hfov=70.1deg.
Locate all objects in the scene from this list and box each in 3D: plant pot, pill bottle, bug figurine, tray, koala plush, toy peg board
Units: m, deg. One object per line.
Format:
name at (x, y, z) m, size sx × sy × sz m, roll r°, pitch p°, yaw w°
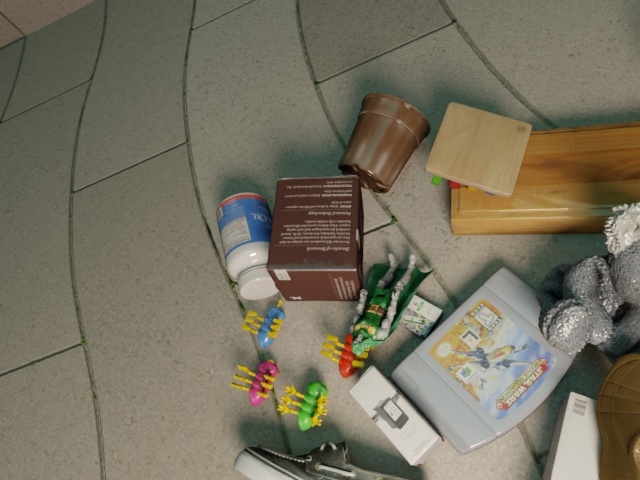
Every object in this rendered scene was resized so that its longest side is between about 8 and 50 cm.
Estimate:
plant pot at (0.130, -0.203, 1.000) m, size 0.167 × 0.167 × 0.165 m, roll 23°, pitch 80°, yaw 28°
pill bottle at (-0.151, 0.013, 1.002) m, size 0.124 × 0.124 × 0.221 m, roll -23°, pitch 59°, yaw 7°
bug figurine at (-0.042, 0.233, 0.876) m, size 0.279 × 0.072 × 0.216 m, roll 12°, pitch 62°, yaw 30°
tray at (0.467, -0.118, 0.877) m, size 0.411 × 0.076 × 0.203 m, roll 0°, pitch 64°, yaw 19°
koala plush at (0.457, 0.057, 0.676) m, size 0.196 × 0.221 × 0.203 m, roll 24°, pitch 34°, yaw 0°
toy peg board at (0.299, -0.163, 0.886) m, size 0.160 × 0.079 × 0.161 m, roll 20°, pitch 72°, yaw 11°

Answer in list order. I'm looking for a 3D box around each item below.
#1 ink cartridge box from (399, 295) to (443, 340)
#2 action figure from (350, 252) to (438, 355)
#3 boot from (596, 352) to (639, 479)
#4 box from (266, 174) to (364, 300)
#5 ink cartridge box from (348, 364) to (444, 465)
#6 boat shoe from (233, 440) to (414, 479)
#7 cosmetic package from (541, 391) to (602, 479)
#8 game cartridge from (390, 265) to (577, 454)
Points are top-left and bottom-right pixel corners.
ink cartridge box at (0.169, 0.135, 0.877) m, size 0.115 × 0.029 × 0.063 m, roll 30°, pitch 76°, yaw 30°
action figure at (0.114, 0.116, 0.838) m, size 0.137 × 0.063 × 0.232 m, roll -3°, pitch 39°, yaw 38°
boot at (0.463, 0.267, 0.619) m, size 0.165 × 0.077 × 0.213 m, roll 12°, pitch 81°, yaw -22°
box at (0.000, 0.000, 0.916) m, size 0.167 × 0.168 × 0.203 m, roll -1°, pitch 63°, yaw 9°
ink cartridge box at (0.127, 0.292, 0.763) m, size 0.063 × 0.109 × 0.150 m, roll -44°, pitch 58°, yaw -4°
boat shoe at (0.023, 0.396, 0.758) m, size 0.335 × 0.121 × 0.119 m, roll 15°, pitch 62°, yaw 14°
cosmetic package at (0.358, 0.351, 0.657) m, size 0.060 × 0.099 × 0.239 m, roll 16°, pitch 71°, yaw 23°
game cartridge at (0.292, 0.204, 0.781) m, size 0.297 × 0.062 × 0.198 m, roll -42°, pitch 54°, yaw -7°
